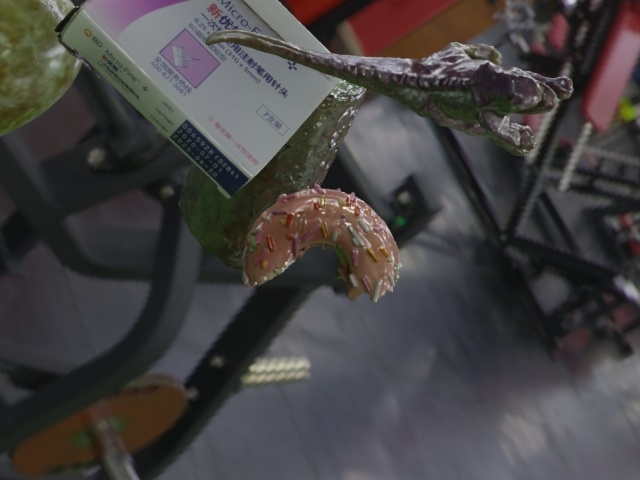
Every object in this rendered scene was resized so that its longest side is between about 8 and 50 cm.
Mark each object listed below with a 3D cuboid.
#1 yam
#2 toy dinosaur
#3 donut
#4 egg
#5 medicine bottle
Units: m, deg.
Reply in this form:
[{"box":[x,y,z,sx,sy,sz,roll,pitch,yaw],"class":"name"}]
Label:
[{"box":[-0.061,-0.105,1.665,0.161,0.268,0.161,18,33,-12],"class":"yam"},{"box":[0.076,-0.124,1.063,0.251,0.072,0.200,27,12,29],"class":"toy dinosaur"},{"box":[0.000,0.000,1.450,0.065,0.166,0.117,-77,166,-78],"class":"donut"},{"box":[-0.398,-0.221,1.563,0.238,0.289,0.238,-3,90,-72],"class":"egg"},{"box":[-0.097,-0.158,1.206,0.201,0.052,0.171,45,51,-5],"class":"medicine bottle"}]
